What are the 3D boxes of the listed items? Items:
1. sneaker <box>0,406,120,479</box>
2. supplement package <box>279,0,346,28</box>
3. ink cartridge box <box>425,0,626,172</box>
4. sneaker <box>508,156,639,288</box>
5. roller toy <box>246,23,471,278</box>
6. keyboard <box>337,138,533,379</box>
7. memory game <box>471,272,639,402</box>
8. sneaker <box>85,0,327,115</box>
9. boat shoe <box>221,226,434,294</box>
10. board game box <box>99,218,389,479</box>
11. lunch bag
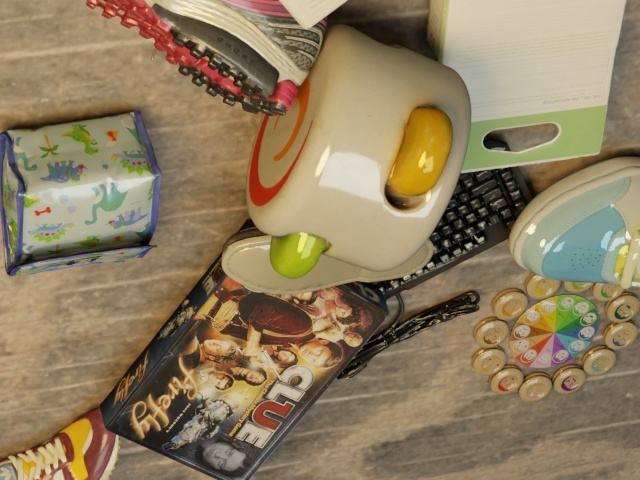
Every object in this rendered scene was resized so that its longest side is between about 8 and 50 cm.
[{"bbox_3d":[-0.269,0.228,1.889,0.084,0.069,0.185,22,117,-38],"label":"sneaker"},{"bbox_3d":[-0.042,-0.338,1.433,0.177,0.175,0.293,-35,131,12],"label":"supplement package"},{"bbox_3d":[0.180,-0.173,1.730,0.171,0.056,0.235,-8,133,-13],"label":"ink cartridge box"},{"bbox_3d":[0.353,0.023,1.841,0.319,0.208,0.127,-8,133,-19],"label":"sneaker"},{"bbox_3d":[0.037,-0.077,1.653,0.146,0.191,0.209,19,132,-18],"label":"roller toy"},{"bbox_3d":[0.067,0.039,1.881,0.317,0.033,0.201,-27,132,4],"label":"keyboard"},{"bbox_3d":[0.242,0.096,2.002,0.186,0.012,0.186,-10,131,-12],"label":"memory game"},{"bbox_3d":[-0.126,-0.221,1.558,0.299,0.121,0.112,36,75,-28],"label":"sneaker"},{"bbox_3d":[0.000,0.000,1.764,0.206,0.065,0.075,-3,139,-25],"label":"boat shoe"},{"bbox_3d":[-0.072,0.112,1.846,0.165,0.042,0.243,28,112,-29],"label":"board game box"},{"bbox_3d":[-0.210,-0.027,1.691,0.128,0.096,0.151,-8,144,-17],"label":"lunch bag"}]
